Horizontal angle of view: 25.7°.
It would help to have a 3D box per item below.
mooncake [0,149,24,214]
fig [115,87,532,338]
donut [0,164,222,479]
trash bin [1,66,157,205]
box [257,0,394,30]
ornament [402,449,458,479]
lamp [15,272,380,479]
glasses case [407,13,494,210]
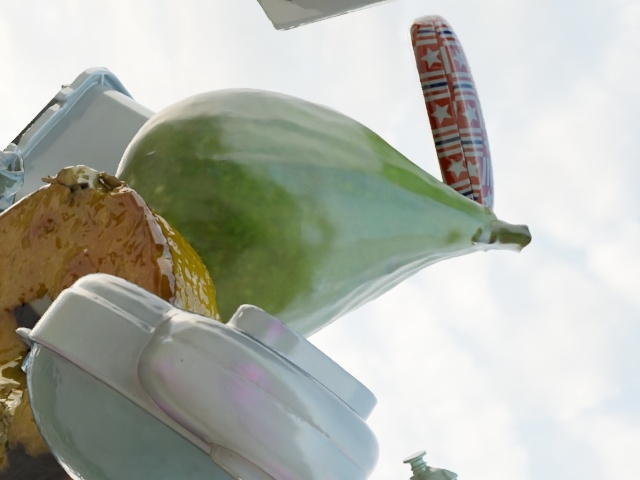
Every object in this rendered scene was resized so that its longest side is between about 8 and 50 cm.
[{"bbox_3d":[-0.380,-0.047,1.438,0.073,0.130,0.125,49,-61,49],"label":"mooncake"},{"bbox_3d":[-0.022,0.007,1.136,0.233,0.314,0.233,-159,-90,-77],"label":"fig"},{"bbox_3d":[-0.179,0.075,0.943,0.253,0.118,0.253,-16,-121,28],"label":"donut"},{"bbox_3d":[-0.249,-0.028,1.828,0.367,0.296,0.256,24,-24,45],"label":"trash bin"},{"bbox_3d":[0.042,-0.236,0.686,0.274,0.091,0.221,-11,-56,41],"label":"box"},{"bbox_3d":[0.128,0.281,1.584,0.092,0.041,0.068,44,-46,21],"label":"ornament"},{"bbox_3d":[-0.066,0.097,0.719,0.179,0.108,0.246,36,-19,-23],"label":"lamp"},{"bbox_3d":[0.117,-0.100,1.208,0.073,0.049,0.194,-42,119,-87],"label":"glasses case"}]
